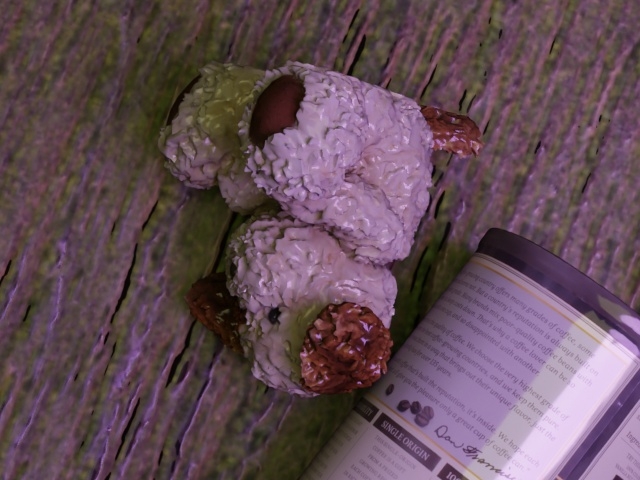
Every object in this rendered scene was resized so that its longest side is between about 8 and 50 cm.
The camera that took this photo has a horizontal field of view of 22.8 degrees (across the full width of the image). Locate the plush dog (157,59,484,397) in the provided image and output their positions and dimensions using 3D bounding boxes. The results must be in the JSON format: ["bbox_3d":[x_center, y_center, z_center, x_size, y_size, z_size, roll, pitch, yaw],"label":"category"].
[{"bbox_3d":[0.000,0.000,1.135,0.210,0.262,0.225,12,91,-25],"label":"plush dog"}]

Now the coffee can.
[{"bbox_3d":[0.114,0.159,1.103,0.201,0.201,0.275,38,85,5],"label":"coffee can"}]
